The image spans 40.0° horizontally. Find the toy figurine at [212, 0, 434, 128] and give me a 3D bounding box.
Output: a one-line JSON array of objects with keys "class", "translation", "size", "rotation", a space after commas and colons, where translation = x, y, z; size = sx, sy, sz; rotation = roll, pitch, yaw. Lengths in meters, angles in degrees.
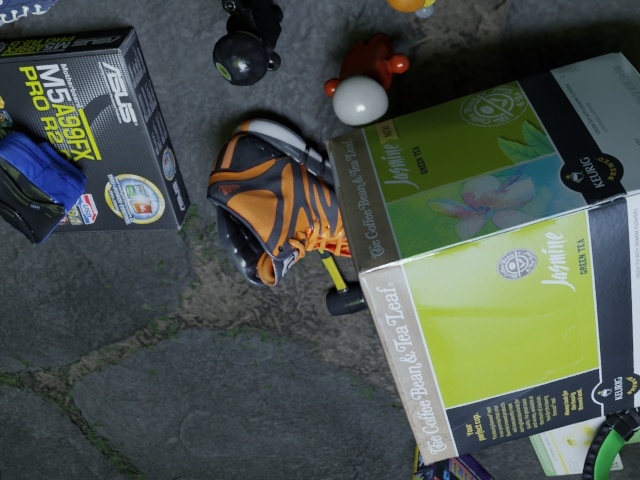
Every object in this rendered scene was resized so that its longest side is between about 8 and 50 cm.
[{"class": "toy figurine", "translation": [0.007, -0.242, 0.911], "size": [0.213, 0.148, 0.209], "rotation": [22, 131, -7]}]

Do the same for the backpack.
[{"class": "backpack", "translation": [-0.362, -0.072, 1.082], "size": [0.120, 0.101, 0.098], "rotation": [39, 125, -15]}]

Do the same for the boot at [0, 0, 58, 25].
[{"class": "boot", "translation": [-0.352, -0.275, 1.008], "size": [0.086, 0.069, 0.190], "rotation": [31, 127, -11]}]

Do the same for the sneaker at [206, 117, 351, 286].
[{"class": "sneaker", "translation": [0.000, 0.000, 1.084], "size": [0.321, 0.180, 0.124], "rotation": [28, 146, -8]}]

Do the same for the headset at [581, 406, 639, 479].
[{"class": "headset", "translation": [0.545, 0.281, 1.188], "size": [0.394, 0.243, 0.185], "rotation": [-45, 123, 5]}]

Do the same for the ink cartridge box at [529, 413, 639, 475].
[{"class": "ink cartridge box", "translation": [0.434, 0.273, 1.323], "size": [0.235, 0.056, 0.171], "rotation": [-12, 126, 23]}]

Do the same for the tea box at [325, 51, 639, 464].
[{"class": "tea box", "translation": [0.208, 0.029, 0.936], "size": [0.323, 0.220, 0.329], "rotation": [-16, 132, 3]}]

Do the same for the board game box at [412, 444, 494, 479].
[{"class": "board game box", "translation": [0.217, 0.405, 1.418], "size": [0.048, 0.141, 0.170], "rotation": [-27, 120, 31]}]

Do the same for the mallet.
[{"class": "mallet", "translation": [0.020, 0.026, 1.213], "size": [0.062, 0.039, 0.189], "rotation": [-8, 123, 18]}]

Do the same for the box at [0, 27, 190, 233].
[{"class": "box", "translation": [-0.307, -0.131, 1.128], "size": [0.216, 0.060, 0.270], "rotation": [-1, 130, 13]}]
